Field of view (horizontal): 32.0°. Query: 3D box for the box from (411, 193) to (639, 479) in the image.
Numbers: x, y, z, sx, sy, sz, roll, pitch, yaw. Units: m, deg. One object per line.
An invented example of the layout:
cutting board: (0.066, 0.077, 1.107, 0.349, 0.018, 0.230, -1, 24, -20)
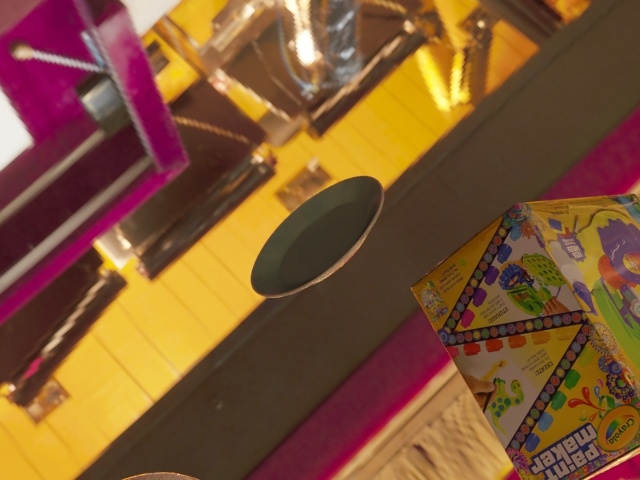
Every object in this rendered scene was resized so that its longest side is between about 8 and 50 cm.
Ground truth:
box: (0.307, 0.111, 1.280, 0.290, 0.279, 0.177, -7, 152, -50)

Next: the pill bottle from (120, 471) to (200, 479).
pill bottle: (-0.126, 0.234, 0.771, 0.136, 0.136, 0.246, -35, -177, -33)

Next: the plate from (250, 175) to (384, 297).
plate: (0.000, 0.000, 1.261, 0.188, 0.024, 0.188, -33, -155, 18)
